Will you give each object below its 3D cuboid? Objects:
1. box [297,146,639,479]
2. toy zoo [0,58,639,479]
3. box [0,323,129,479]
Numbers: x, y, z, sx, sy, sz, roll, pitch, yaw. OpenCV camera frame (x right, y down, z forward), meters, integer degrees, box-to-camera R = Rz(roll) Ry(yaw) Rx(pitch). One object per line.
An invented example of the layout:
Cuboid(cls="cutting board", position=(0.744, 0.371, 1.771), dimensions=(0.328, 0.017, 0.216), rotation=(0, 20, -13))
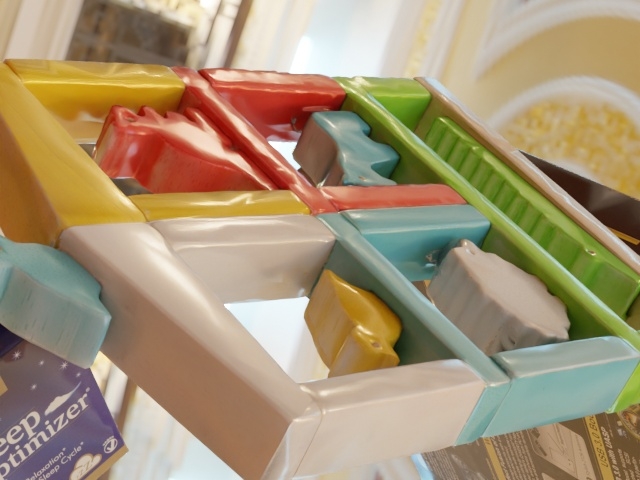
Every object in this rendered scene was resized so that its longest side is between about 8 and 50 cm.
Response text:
Cuboid(cls="box", position=(0.165, 0.136, 0.860), dimensions=(0.097, 0.395, 0.318), rotation=(-41, -140, -20))
Cuboid(cls="toy zoo", position=(0.000, 0.000, 0.565), dimensions=(0.192, 0.293, 0.030), rotation=(46, -58, 33))
Cuboid(cls="box", position=(-0.232, 0.132, 1.183), dimensions=(0.136, 0.225, 0.036), rotation=(-41, -130, -23))
